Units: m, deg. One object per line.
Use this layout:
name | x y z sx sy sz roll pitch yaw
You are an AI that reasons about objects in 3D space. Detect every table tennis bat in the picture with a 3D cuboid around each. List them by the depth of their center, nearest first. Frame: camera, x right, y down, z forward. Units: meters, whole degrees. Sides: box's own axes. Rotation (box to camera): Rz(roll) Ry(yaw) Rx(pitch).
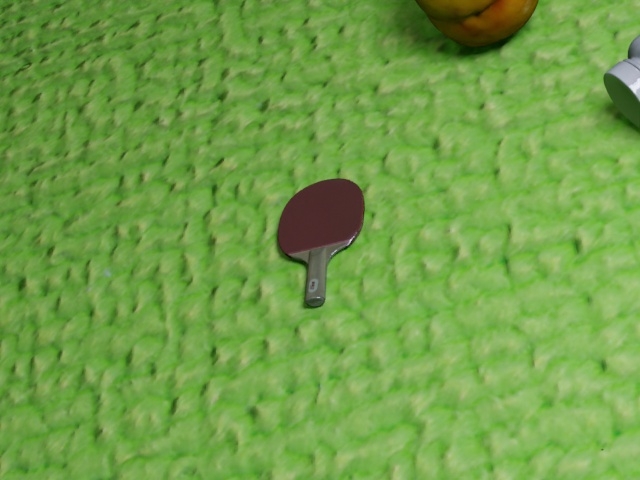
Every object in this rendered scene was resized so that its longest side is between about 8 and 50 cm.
table tennis bat | 0.000 0.000 1.473 0.087 0.013 0.156 -13 43 16

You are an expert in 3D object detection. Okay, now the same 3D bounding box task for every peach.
peach | 0.151 -0.257 1.536 0.138 0.138 0.138 -16 44 16

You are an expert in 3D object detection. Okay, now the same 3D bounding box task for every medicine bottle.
medicine bottle | 0.322 -0.164 1.390 0.140 0.079 0.079 -37 42 -6
